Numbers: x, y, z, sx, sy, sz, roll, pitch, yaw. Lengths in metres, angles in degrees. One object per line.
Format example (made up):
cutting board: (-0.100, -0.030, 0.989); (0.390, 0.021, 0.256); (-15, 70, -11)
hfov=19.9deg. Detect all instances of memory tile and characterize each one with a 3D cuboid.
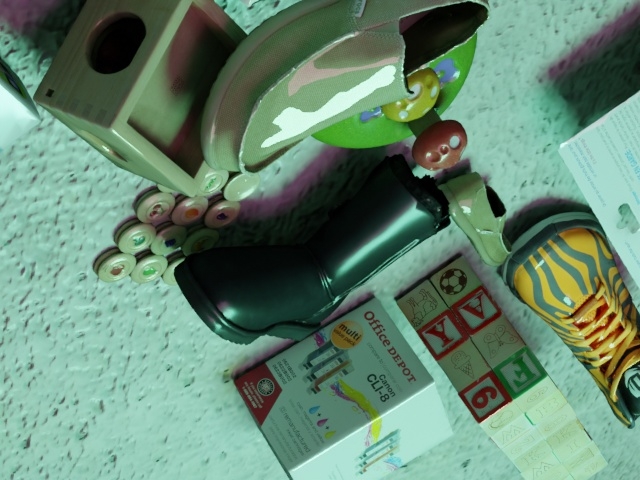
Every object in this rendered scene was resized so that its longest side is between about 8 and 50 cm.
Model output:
memory tile: (-0.126, -0.014, 1.623); (0.113, 0.012, 0.148); (5, 130, -45)

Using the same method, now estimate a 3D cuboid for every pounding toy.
pounding toy: (0.089, -0.144, 1.552); (0.183, 0.110, 0.237); (5, 131, -44)
pounding toy: (-0.123, -0.169, 1.363); (0.206, 0.094, 0.181); (-62, 147, -9)

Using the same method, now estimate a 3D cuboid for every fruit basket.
fruit basket: (0.424, -0.119, 1.836); (0.353, 0.165, 0.327); (-32, 142, 8)

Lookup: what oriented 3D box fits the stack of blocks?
stack of blocks: (0.201, 0.158, 1.979); (0.087, 0.171, 0.297); (-35, 148, 3)

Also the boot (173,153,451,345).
boot: (0.000, 0.000, 1.657); (0.207, 0.094, 0.246); (-41, 159, 16)

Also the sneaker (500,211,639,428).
sneaker: (0.315, 0.092, 1.982); (0.124, 0.180, 0.321); (-40, 147, 9)

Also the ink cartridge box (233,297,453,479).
ink cartridge box: (0.026, 0.172, 1.886); (0.176, 0.128, 0.127); (-31, 147, -6)

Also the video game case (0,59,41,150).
video game case: (-0.371, -0.079, 1.287); (0.269, 0.061, 0.244); (-36, 146, 4)

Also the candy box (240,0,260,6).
candy box: (0.005, -0.272, 1.288); (0.196, 0.070, 0.165); (-34, 157, -48)

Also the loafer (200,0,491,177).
loafer: (0.023, -0.138, 1.381); (0.268, 0.092, 0.102); (-42, 152, -14)

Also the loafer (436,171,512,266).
loafer: (0.164, -0.021, 1.822); (0.050, 0.056, 0.148); (-32, 148, 9)
